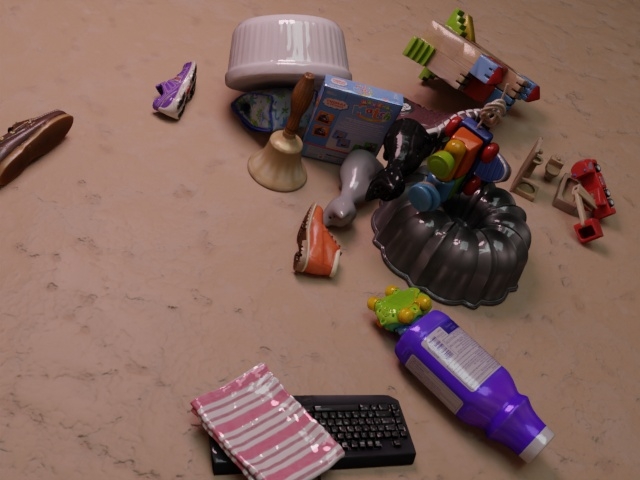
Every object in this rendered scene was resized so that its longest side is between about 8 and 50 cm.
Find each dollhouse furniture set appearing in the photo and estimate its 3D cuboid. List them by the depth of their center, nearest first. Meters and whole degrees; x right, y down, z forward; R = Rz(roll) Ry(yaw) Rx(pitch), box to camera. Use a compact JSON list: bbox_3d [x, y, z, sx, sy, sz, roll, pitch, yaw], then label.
[{"bbox_3d":[0.540,-0.158,1.748,0.151,0.123,0.144,29,44,6],"label":"dollhouse furniture set"}]

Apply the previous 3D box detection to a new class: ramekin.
[{"bbox_3d":[-0.067,-0.387,1.617,0.272,0.273,0.127,-1,92,-23],"label":"ramekin"}]

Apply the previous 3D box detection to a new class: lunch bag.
[{"bbox_3d":[-0.098,-0.279,1.627,0.128,0.096,0.151,-12,24,-38],"label":"lunch bag"}]

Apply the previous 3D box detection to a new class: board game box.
[{"bbox_3d":[0.057,-0.232,1.560,0.160,0.211,0.039,13,55,-10],"label":"board game box"}]

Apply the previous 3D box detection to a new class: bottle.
[{"bbox_3d":[0.256,0.242,1.270,0.283,0.092,0.118,43,44,20],"label":"bottle"}]

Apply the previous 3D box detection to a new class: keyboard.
[{"bbox_3d":[-0.006,0.315,1.140,0.317,0.033,0.201,2,48,-19],"label":"keyboard"}]

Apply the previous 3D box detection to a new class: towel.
[{"bbox_3d":[-0.077,0.273,1.113,0.144,0.029,0.197,-24,54,-40],"label":"towel"}]

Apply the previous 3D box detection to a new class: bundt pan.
[{"bbox_3d":[0.274,-0.031,1.520,0.330,0.124,0.331,12,44,-12],"label":"bundt pan"}]

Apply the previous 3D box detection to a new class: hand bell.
[{"bbox_3d":[-0.056,-0.223,1.486,0.126,0.242,0.126,11,45,-11],"label":"hand bell"}]

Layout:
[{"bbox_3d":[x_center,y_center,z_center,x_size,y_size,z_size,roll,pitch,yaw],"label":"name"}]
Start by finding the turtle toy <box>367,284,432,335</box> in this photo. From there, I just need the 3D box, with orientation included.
[{"bbox_3d":[0.149,0.123,1.358,0.095,0.066,0.130,18,35,41],"label":"turtle toy"}]

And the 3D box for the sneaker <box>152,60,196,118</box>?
[{"bbox_3d":[-0.305,-0.326,1.615,0.071,0.068,0.170,15,44,1],"label":"sneaker"}]

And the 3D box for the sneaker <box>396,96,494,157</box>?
[{"bbox_3d":[0.263,-0.287,1.779,0.281,0.106,0.162,-18,53,-33],"label":"sneaker"}]

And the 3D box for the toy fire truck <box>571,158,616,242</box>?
[{"bbox_3d":[0.602,-0.093,1.727,0.135,0.047,0.192,-4,72,-43],"label":"toy fire truck"}]

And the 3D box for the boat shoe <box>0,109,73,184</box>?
[{"bbox_3d":[-0.532,-0.182,1.377,0.073,0.073,0.207,31,44,6],"label":"boat shoe"}]

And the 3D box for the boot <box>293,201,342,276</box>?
[{"bbox_3d":[0.000,0.000,1.432,0.084,0.059,0.158,15,53,-12],"label":"boot"}]

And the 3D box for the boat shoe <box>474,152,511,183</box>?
[{"bbox_3d":[0.333,-0.163,1.538,0.066,0.066,0.183,11,23,-30],"label":"boat shoe"}]

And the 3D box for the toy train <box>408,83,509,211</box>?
[{"bbox_3d":[0.245,-0.163,1.372,0.105,0.248,0.143,40,51,18],"label":"toy train"}]

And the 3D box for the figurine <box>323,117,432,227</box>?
[{"bbox_3d":[0.098,-0.117,1.491,0.092,0.215,0.209,46,43,-16],"label":"figurine"}]

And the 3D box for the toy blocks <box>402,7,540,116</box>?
[{"bbox_3d":[0.388,-0.404,1.862,0.261,0.191,0.381,40,22,17],"label":"toy blocks"}]
